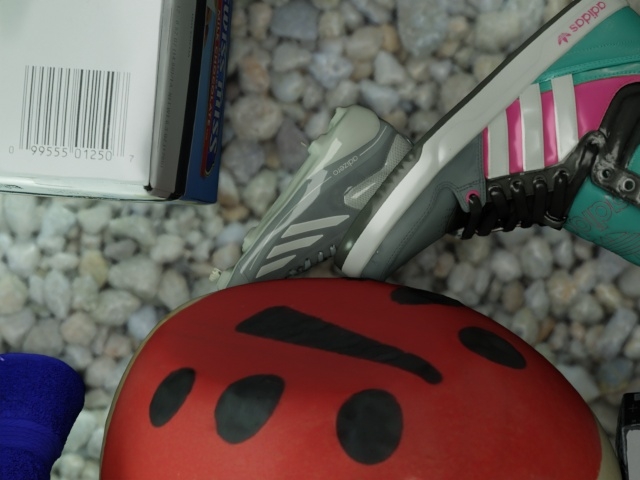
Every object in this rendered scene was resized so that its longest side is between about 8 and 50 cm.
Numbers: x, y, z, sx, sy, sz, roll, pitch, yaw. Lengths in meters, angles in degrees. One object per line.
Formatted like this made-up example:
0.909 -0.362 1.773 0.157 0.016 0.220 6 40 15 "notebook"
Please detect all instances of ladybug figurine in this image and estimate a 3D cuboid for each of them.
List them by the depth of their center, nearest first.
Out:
0.010 0.130 1.312 0.305 0.449 0.162 -30 113 -32 "ladybug figurine"

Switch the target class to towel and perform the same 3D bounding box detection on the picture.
-0.305 0.177 1.413 0.227 0.308 0.076 -13 112 8 "towel"

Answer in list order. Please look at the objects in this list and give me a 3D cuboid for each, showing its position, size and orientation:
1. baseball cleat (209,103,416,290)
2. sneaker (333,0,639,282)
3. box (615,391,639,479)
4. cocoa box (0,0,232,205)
0.000 0.000 1.481 0.109 0.072 0.206 34 99 0 "baseball cleat"
0.166 -0.031 1.415 0.295 0.124 0.178 -43 81 -10 "sneaker"
0.289 0.180 1.350 0.163 0.247 0.142 -5 89 9 "box"
-0.252 -0.152 1.434 0.347 0.228 0.231 5 89 8 "cocoa box"
